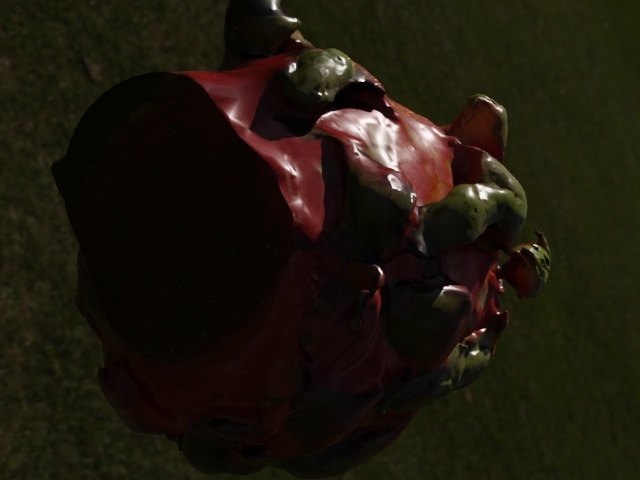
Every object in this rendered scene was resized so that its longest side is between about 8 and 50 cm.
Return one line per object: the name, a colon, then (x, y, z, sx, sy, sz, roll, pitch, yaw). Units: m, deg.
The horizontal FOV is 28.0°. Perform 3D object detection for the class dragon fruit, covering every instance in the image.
dragon fruit: (0.000, 0.000, 0.469, 0.172, 0.160, 0.166, 6, 91, -64)
